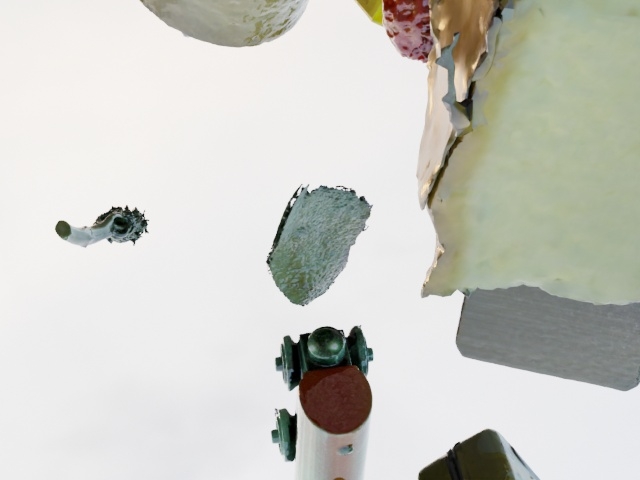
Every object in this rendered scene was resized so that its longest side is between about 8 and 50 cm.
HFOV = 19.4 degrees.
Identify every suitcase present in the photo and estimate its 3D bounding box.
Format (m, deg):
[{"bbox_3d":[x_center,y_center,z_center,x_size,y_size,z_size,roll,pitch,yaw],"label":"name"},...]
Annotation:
[{"bbox_3d":[0.196,0.341,2.034,0.143,0.194,0.235,-33,-151,12],"label":"suitcase"}]

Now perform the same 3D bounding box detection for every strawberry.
[{"bbox_3d":[0.149,-0.220,1.728,0.188,0.121,0.082,-6,-151,-8],"label":"strawberry"}]

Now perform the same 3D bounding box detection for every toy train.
[{"bbox_3d":[0.009,0.222,2.147,0.116,0.285,0.177,-5,-127,-8],"label":"toy train"}]

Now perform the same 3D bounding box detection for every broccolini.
[{"bbox_3d":[-0.250,-0.014,2.084,0.051,0.054,0.239,-27,177,14],"label":"broccolini"}]

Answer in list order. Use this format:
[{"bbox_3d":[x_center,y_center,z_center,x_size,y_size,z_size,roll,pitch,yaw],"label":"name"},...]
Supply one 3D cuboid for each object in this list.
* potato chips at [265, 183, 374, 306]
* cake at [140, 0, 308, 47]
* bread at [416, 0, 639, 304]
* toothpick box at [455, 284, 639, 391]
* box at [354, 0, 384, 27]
[{"bbox_3d":[0.000,0.000,2.037,0.142,0.209,0.026,-37,-121,4],"label":"potato chips"},{"bbox_3d":[-0.096,-0.253,1.729,0.185,0.178,0.207,23,-136,-8],"label":"cake"},{"bbox_3d":[0.194,-0.113,1.226,0.248,0.315,0.279,4,177,-8],"label":"bread"},{"bbox_3d":[0.268,0.007,1.957,0.190,0.187,0.308,11,-162,10],"label":"toothpick box"},{"bbox_3d":[0.075,-0.316,2.284,0.152,0.043,0.269,21,-159,-33],"label":"box"}]
